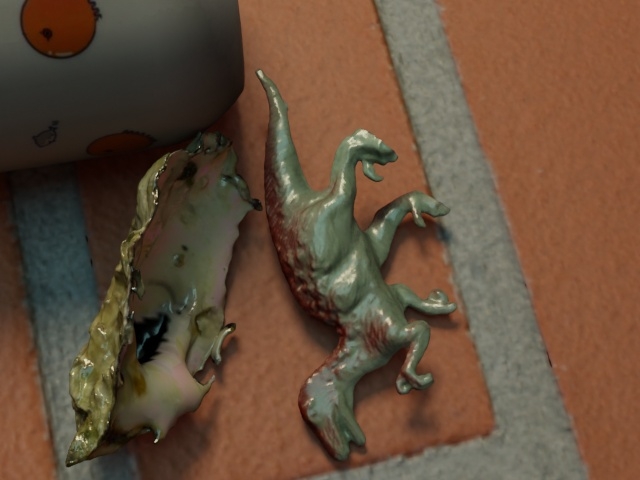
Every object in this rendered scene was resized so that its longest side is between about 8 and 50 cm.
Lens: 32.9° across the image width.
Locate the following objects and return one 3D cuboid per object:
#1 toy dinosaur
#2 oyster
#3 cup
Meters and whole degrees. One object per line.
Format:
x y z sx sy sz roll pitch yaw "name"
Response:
0.000 0.000 0.717 0.167 0.053 0.242 -39 84 -7 "toy dinosaur"
-0.102 0.031 0.681 0.072 0.133 0.209 7 91 25 "oyster"
-0.214 -0.146 0.680 0.317 0.212 0.212 -9 71 -5 "cup"
